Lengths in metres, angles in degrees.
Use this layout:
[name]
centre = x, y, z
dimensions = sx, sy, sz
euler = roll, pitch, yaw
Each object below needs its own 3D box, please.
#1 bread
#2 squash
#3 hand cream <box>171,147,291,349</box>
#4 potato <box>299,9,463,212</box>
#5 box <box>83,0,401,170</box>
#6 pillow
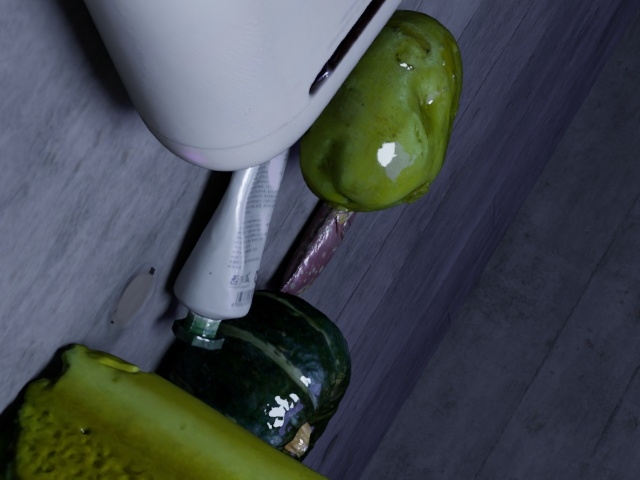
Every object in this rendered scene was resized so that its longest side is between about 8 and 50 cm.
[bread]
centre = -0.101, 0.277, 0.822
dimensions = 0.251, 0.376, 0.208
euler = -53, 159, -28
[squash]
centre = -0.076, 0.175, 1.121
dimensions = 0.252, 0.165, 0.252
euler = -56, 165, -23
[hand cream]
centre = -0.063, -0.059, 0.969
dimensions = 0.121, 0.076, 0.336
euler = -15, 126, -75
[potato]
centre = 0.060, -0.131, 1.027
dimensions = 0.253, 0.148, 0.186
euler = -61, 155, -58
[box]
centre = -0.031, -0.215, 0.635
dimensions = 0.289, 0.141, 0.349
euler = -57, 164, -17
[pillow]
centre = 0.000, 0.000, 1.280
dimensions = 0.185, 0.043, 0.118
euler = -55, 170, -8
